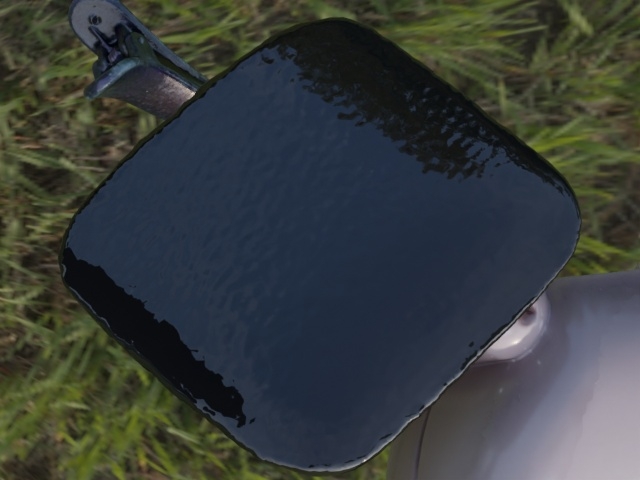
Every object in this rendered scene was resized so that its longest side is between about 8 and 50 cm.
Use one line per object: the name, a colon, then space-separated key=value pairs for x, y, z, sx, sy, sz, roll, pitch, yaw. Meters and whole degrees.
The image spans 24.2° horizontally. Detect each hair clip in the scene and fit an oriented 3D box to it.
hair clip: x=-0.074 y=-0.097 z=1.112 sx=0.275 sy=0.048 sz=0.083 roll=24 pitch=38 yaw=-48

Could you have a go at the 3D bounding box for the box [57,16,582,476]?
box: x=0.000 y=0.000 z=0.743 sx=0.201 sy=0.042 sz=0.212 roll=41 pitch=76 yaw=13

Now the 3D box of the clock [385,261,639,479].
clock: x=0.189 y=0.175 z=0.937 sx=0.342 sy=0.184 sz=0.326 roll=-4 pitch=90 yaw=-24
